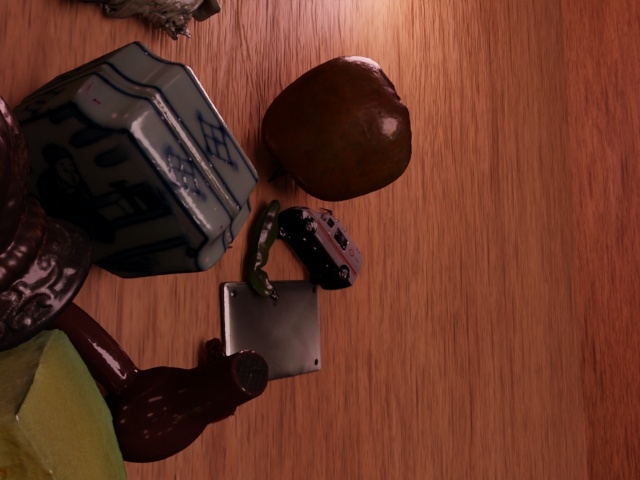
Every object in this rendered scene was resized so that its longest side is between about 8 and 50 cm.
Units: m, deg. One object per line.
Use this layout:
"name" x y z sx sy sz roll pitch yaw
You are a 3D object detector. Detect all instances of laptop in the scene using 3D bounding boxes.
"laptop" -0.085 0.170 1.272 0.269 0.015 0.187 3 83 -52

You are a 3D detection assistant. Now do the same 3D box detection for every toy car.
"toy car" 0.000 0.000 1.336 0.209 0.089 0.108 53 48 -26

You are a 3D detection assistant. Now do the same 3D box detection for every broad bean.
"broad bean" -0.106 0.016 1.241 0.061 0.046 0.195 7 70 -23

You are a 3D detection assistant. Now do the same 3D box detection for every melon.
"melon" -0.352 0.320 0.757 0.331 0.226 0.343 -38 127 -40

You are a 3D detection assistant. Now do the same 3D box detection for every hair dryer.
"hair dryer" -0.266 0.135 0.876 0.340 0.312 0.123 48 37 -9

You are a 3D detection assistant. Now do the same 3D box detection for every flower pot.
"flower pot" -0.400 -0.026 0.717 0.267 0.266 0.266 58 44 -44

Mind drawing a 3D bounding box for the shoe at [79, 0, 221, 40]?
"shoe" -0.256 -0.380 1.050 0.293 0.109 0.149 -45 114 -50

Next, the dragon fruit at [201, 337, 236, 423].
"dragon fruit" -0.166 0.232 1.125 0.063 0.097 0.131 9 59 -54

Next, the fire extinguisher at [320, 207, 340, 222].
"fire extinguisher" 0.040 0.007 1.440 0.049 0.035 0.173 -27 109 -47

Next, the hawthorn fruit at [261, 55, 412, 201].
"hawthorn fruit" 0.019 -0.199 1.270 0.268 0.301 0.268 59 3 -5

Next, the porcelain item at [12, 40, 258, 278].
"porcelain item" -0.251 -0.088 0.882 0.286 0.281 0.157 59 42 -30
